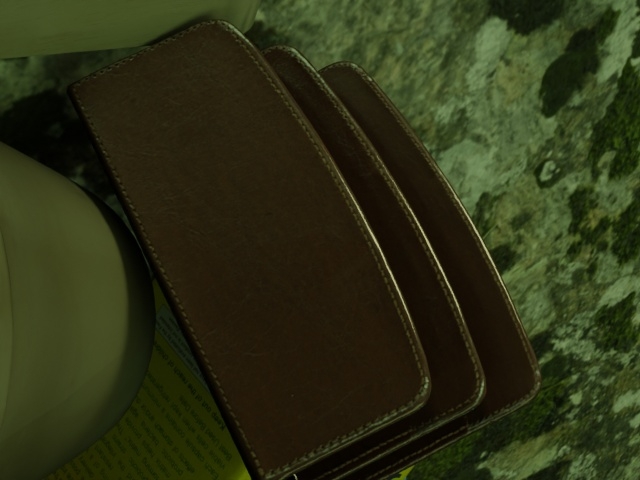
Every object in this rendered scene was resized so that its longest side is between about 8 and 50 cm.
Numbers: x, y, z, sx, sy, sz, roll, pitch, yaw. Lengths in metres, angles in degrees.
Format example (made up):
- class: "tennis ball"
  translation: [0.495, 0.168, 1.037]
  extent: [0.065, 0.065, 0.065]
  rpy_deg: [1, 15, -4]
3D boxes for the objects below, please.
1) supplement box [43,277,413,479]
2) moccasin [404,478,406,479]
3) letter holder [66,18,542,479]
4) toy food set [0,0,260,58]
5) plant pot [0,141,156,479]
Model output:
- class: "supplement box"
  translation: [-0.074, 0.175, 1.108]
  extent: [0.194, 0.195, 0.356]
  rpy_deg: [22, 107, -48]
- class: "moccasin"
  translation: [-0.053, 0.313, 1.289]
  extent: [0.342, 0.138, 0.117]
  rpy_deg: [-51, 136, 4]
- class: "letter holder"
  translation: [0.000, 0.000, 0.892]
  extent: [0.214, 0.301, 0.152]
  rpy_deg: [-27, 158, -4]
- class: "toy food set"
  translation: [-0.141, -0.230, 0.814]
  extent: [0.306, 0.092, 0.219]
  rpy_deg: [-11, 140, -33]
- class: "plant pot"
  translation: [-0.251, 0.050, 0.795]
  extent: [0.323, 0.323, 0.280]
  rpy_deg: [-58, 155, 14]
